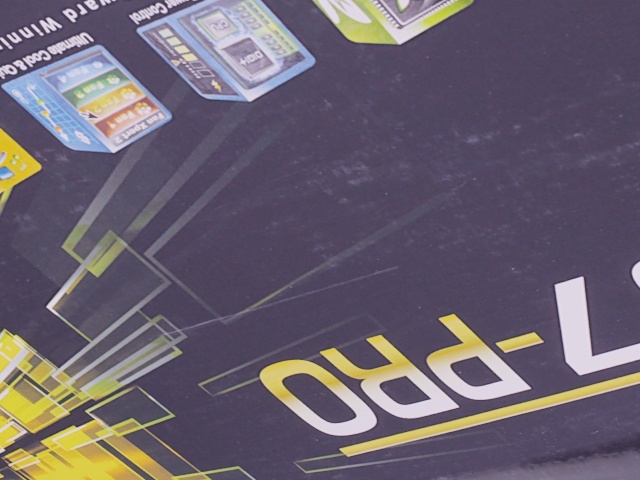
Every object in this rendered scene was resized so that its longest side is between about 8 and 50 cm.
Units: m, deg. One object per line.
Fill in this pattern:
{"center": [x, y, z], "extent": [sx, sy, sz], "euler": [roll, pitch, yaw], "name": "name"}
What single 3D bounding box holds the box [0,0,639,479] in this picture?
{"center": [0.000, 0.000, 0.581], "extent": [0.395, 0.097, 0.318], "euler": [-17, 137, 33], "name": "box"}
